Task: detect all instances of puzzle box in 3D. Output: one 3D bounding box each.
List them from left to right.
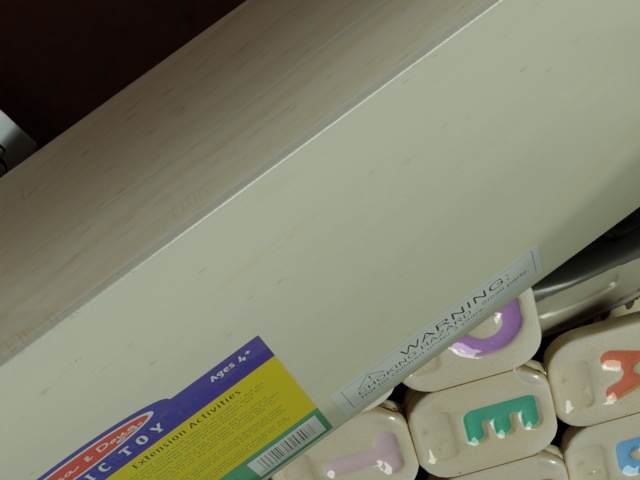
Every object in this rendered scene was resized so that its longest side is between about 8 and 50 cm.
[{"bbox_3d":[0.000,0.000,0.552,0.409,0.052,0.272,-36,160,-3],"label":"puzzle box"}]

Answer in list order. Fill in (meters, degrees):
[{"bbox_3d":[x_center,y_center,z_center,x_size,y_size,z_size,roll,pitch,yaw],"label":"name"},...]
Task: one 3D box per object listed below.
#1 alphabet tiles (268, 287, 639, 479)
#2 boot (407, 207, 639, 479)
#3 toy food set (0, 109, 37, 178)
[{"bbox_3d":[0.056,0.138,0.771,0.278,0.021,0.284,-16,125,0],"label":"alphabet tiles"},{"bbox_3d":[0.194,0.079,0.892,0.377,0.138,0.284,-16,127,-32],"label":"boot"},{"bbox_3d":[-0.160,-0.022,0.476,0.104,0.111,0.232,-50,170,-5],"label":"toy food set"}]
